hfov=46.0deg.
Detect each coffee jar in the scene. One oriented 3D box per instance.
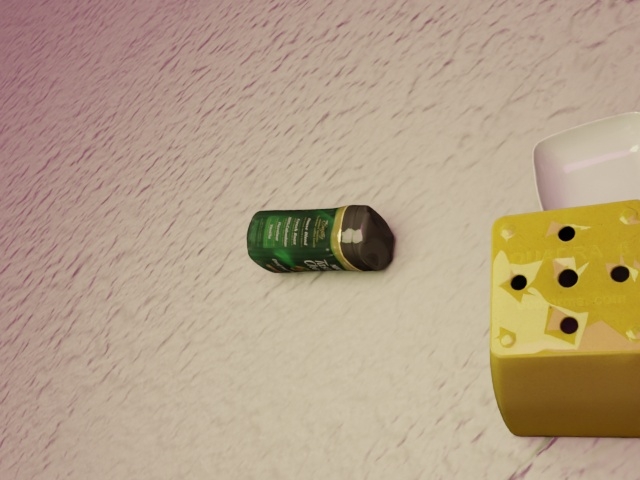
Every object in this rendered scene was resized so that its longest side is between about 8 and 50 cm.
[{"bbox_3d":[0.000,0.000,1.001,0.184,0.096,0.079,-3,68,31],"label":"coffee jar"}]

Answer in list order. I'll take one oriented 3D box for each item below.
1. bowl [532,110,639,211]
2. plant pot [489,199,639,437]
[{"bbox_3d":[0.324,-0.065,0.864,0.142,0.053,0.142,-16,58,24],"label":"bowl"},{"bbox_3d":[0.264,0.071,0.746,0.212,0.187,0.212,-7,64,29],"label":"plant pot"}]
